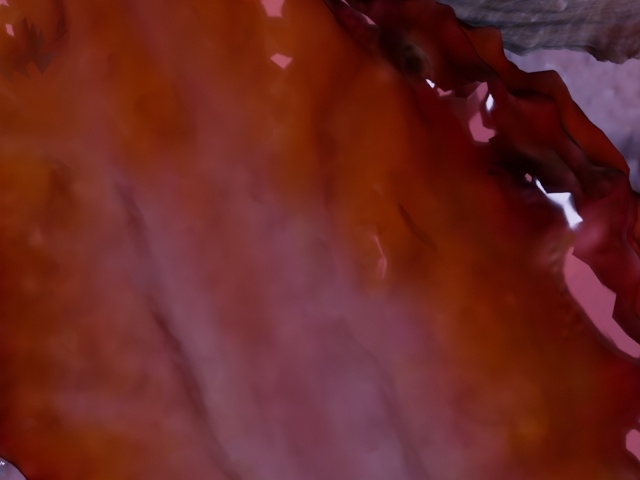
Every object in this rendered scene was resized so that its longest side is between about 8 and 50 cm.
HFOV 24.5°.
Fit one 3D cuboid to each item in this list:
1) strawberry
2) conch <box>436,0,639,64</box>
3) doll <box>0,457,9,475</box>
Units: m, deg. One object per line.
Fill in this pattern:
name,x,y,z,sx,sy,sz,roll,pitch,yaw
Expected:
strawberry,0.000,0.000,0.545,0.265,0.149,0.336,-20,104,31
conch,0.057,-0.144,0.543,0.155,0.130,0.207,-11,132,49
doll,-0.139,0.019,0.616,0.114,0.057,0.227,17,98,-7
